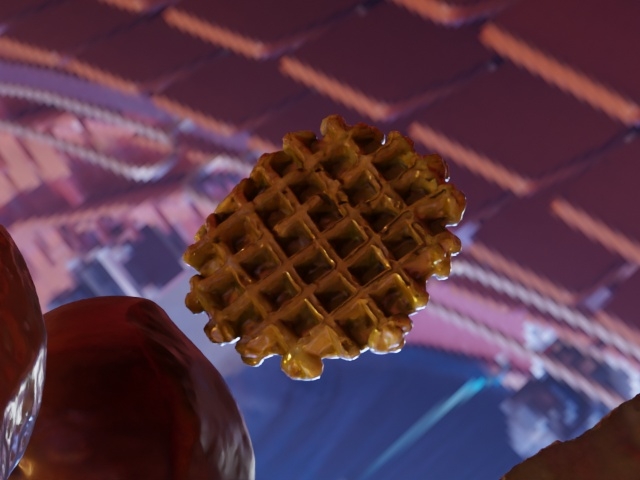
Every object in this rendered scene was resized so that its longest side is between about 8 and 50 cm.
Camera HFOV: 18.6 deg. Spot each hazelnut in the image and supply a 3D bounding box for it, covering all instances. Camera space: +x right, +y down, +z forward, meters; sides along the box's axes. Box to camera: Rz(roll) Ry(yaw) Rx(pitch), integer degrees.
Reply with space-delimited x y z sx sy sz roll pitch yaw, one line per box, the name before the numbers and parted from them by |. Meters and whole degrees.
hazelnut | -0.150 0.158 1.250 0.229 0.229 0.229 38 153 24

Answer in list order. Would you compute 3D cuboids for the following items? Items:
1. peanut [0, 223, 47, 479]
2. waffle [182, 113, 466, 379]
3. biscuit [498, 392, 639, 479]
peanut | -0.170 0.063 0.730 0.125 0.111 0.274 59 -166 -26
waffle | 0.002 0.004 1.241 0.191 0.191 0.038 34 167 31
biscuit | 0.275 0.161 1.460 0.141 0.289 0.038 49 152 28
